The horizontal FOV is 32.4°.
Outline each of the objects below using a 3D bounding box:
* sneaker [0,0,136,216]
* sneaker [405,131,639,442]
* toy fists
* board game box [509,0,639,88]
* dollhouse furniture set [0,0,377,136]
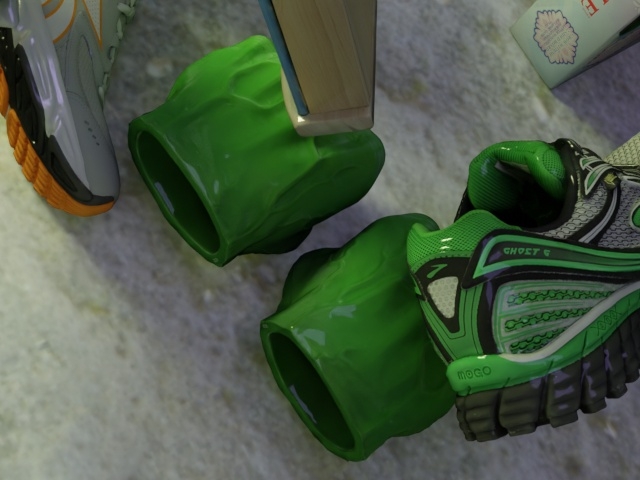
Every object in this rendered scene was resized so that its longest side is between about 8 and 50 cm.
[{"bbox_3d":[-0.157,-0.146,0.718,0.121,0.099,0.262,-13,79,-27],"label":"sneaker"},{"bbox_3d":[0.179,-0.015,0.716,0.343,0.134,0.146,-34,104,-48],"label":"sneaker"},{"bbox_3d":[0.000,0.000,0.717,0.142,0.096,0.279,-34,90,-26],"label":"toy fists"},{"bbox_3d":[0.339,-0.258,0.799,0.318,0.318,0.066,-29,84,-24],"label":"board game box"},{"bbox_3d":[-0.132,-0.200,0.648,0.303,0.198,0.286,-5,52,11],"label":"dollhouse furniture set"}]
